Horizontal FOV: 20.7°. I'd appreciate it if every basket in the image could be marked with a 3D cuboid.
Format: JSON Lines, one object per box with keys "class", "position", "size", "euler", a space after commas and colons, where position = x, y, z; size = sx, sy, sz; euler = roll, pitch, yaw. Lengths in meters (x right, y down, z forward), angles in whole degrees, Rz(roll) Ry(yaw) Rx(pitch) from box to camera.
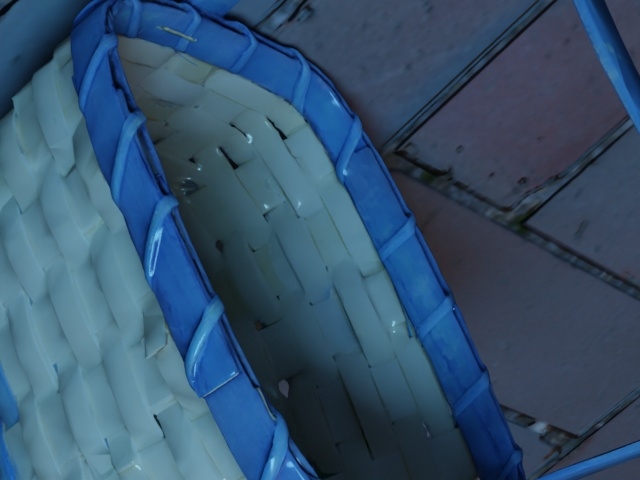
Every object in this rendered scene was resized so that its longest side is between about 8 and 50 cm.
{"class": "basket", "position": [0.000, 0.000, 0.674], "size": [0.289, 0.255, 0.201], "euler": [-32, 159, 29]}
